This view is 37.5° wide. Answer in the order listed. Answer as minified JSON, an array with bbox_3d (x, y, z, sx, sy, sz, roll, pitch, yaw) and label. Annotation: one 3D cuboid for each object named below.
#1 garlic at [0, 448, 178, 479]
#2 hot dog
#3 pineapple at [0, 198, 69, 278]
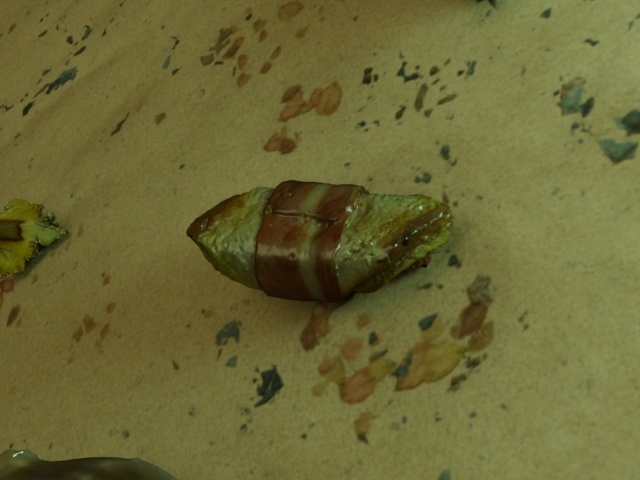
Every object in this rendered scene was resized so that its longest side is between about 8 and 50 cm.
[{"bbox_3d":[-0.218,0.303,0.793,0.279,0.132,0.325,-33,48,-28],"label":"garlic"},{"bbox_3d":[0.000,0.005,0.903,0.261,0.093,0.123,7,58,25],"label":"hot dog"},{"bbox_3d":[-0.389,-0.013,1.248,0.114,0.077,0.114,-10,61,19],"label":"pineapple"}]
